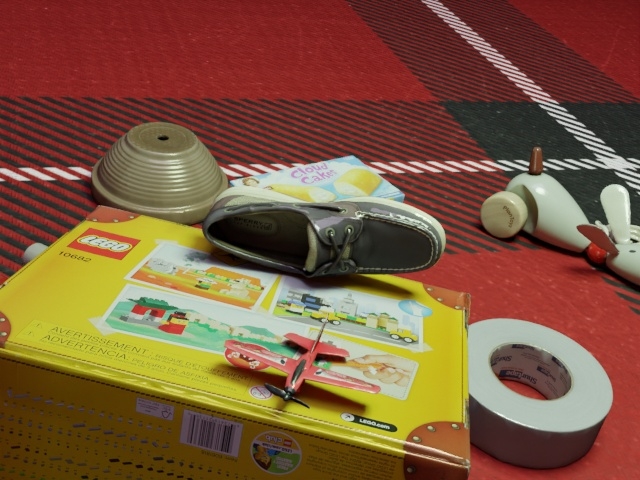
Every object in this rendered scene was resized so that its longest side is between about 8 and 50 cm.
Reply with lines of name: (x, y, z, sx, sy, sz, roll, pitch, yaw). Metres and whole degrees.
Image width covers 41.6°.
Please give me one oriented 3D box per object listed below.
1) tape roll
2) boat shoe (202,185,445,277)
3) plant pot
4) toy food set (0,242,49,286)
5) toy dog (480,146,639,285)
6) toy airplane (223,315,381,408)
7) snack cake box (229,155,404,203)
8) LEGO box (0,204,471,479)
tape roll: (0.274, 0.201, 1.140, 0.219, 0.072, 0.219, 7, 33, -4)
boat shoe: (0.000, 0.000, 0.983, 0.285, 0.102, 0.092, 11, 26, 8)
plant pot: (-0.274, -0.131, 1.456, 0.238, 0.109, 0.237, 8, 33, -5)
toy food set: (-0.363, 0.095, 1.049, 0.105, 0.111, 0.232, 21, 46, 26)
toy dog: (0.460, -0.056, 1.497, 0.334, 0.160, 0.220, 16, 34, 8)
toy airplane: (-0.015, 0.113, 0.792, 0.151, 0.028, 0.151, 11, 23, -5)
snack cake box: (-0.010, -0.055, 1.432, 0.264, 0.089, 0.152, -15, 42, -34)
LEGO box: (-0.095, 0.156, 0.942, 0.501, 0.193, 0.372, 13, 22, 5)
